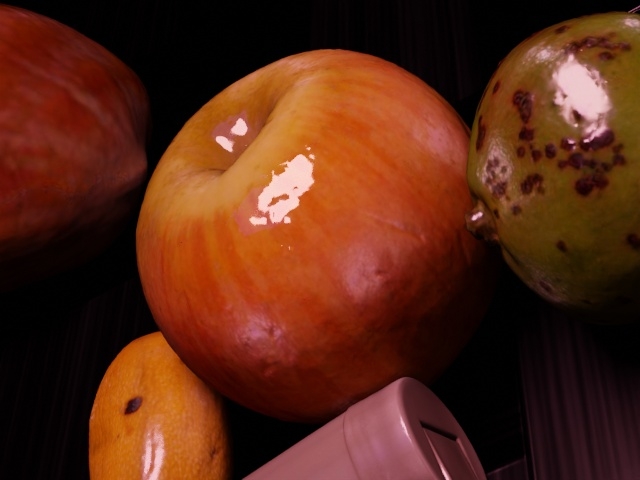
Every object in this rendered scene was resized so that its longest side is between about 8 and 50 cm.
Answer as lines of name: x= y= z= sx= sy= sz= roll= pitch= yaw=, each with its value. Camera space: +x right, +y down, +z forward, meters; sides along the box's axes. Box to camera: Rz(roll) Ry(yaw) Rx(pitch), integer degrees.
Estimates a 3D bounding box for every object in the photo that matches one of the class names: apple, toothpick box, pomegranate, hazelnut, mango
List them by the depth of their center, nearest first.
pomegranate: x=0.217 y=-0.056 z=0.890 sx=0.263 sy=0.211 sz=0.211 roll=-19 pitch=35 yaw=-6
toothpick box: x=0.014 y=0.182 z=0.915 sx=0.181 sy=0.111 sz=0.111 roll=-34 pitch=36 yaw=17
apple: x=0.000 y=0.000 z=1.010 sx=0.286 sy=0.233 sz=0.286 roll=-32 pitch=31 yaw=22
mango: x=-0.120 y=0.185 z=1.037 sx=0.157 sy=0.109 sz=0.262 roll=122 pitch=151 yaw=-45
hazelnut: x=-0.362 y=-0.097 z=1.423 sx=0.366 sy=0.366 sz=0.365 roll=-28 pitch=38 yaw=24
